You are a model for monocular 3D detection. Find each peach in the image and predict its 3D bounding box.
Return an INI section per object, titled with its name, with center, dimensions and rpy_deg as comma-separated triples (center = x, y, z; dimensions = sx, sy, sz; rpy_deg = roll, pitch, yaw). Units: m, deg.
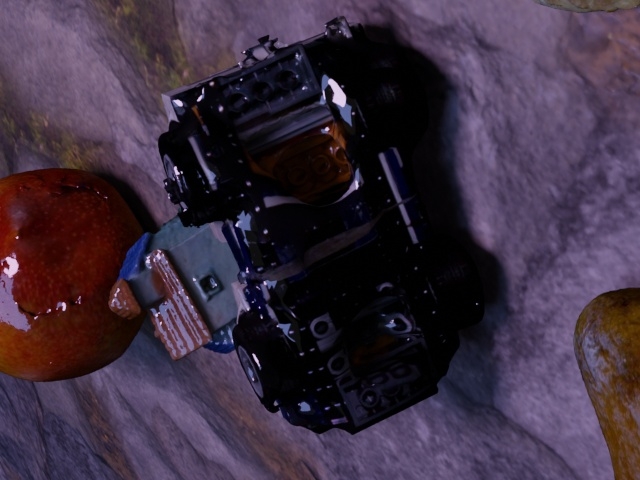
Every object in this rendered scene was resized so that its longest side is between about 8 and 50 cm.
[peach]
center = -0.284, 0.035, 1.246
dimensions = 0.231, 0.231, 0.231
rpy_deg = 32, 137, 35

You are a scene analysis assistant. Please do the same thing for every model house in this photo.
[model house]
center = -0.138, 0.050, 1.117
dimensions = 0.119, 0.148, 0.148
rpy_deg = -26, 91, 57

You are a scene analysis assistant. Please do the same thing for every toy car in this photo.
[toy car]
center = 0.000, 0.001, 0.868
dimensions = 0.118, 0.193, 0.301
rpy_deg = 33, 145, 65

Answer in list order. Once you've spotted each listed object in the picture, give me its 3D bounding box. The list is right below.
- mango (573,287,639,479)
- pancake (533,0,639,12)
[mango]
center = 0.259, 0.157, 0.704
dimensions = 0.316, 0.146, 0.193
rpy_deg = 62, 148, 23
[pancake]
center = 0.131, -0.242, 0.651
dimensions = 0.253, 0.037, 0.254
rpy_deg = 32, 138, 34
